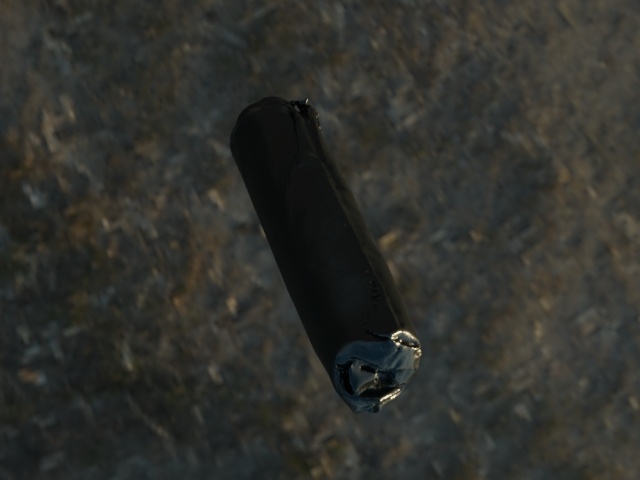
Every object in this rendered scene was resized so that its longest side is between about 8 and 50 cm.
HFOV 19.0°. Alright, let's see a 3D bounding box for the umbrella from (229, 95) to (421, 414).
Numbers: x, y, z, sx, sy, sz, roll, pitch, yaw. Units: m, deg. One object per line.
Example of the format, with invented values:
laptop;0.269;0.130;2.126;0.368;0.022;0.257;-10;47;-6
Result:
umbrella;0.001;-0.001;0.619;0.036;0.133;0.031;-37;136;12
